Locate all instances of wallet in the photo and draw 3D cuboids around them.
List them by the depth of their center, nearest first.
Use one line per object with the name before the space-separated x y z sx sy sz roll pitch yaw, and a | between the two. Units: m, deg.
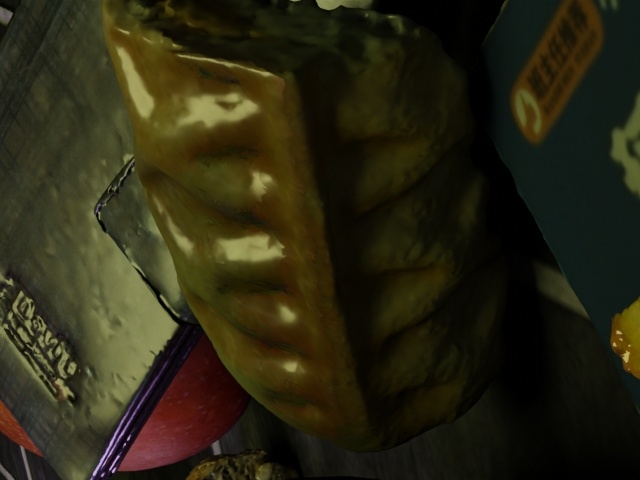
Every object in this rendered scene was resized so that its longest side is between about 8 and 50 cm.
wallet | -0.084 -0.045 0.818 0.169 0.044 0.317 49 127 21

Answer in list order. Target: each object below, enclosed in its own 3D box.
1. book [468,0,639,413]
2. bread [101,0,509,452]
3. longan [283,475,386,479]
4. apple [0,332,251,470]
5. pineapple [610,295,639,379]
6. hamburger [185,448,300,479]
book | 0.184 0.057 0.474 0.428 0.039 0.300 63 157 19
bread | 0.000 0.000 0.697 0.232 0.128 0.088 70 -152 -50
longan | -0.013 0.314 0.675 0.404 0.404 0.436 22 125 62
apple | -0.128 0.030 1.011 0.201 0.162 0.201 49 148 45
pineapple | 0.135 0.016 0.435 0.137 0.069 0.116 25 124 48
hamburger | -0.047 0.203 1.065 0.102 0.087 0.176 -3 107 65
